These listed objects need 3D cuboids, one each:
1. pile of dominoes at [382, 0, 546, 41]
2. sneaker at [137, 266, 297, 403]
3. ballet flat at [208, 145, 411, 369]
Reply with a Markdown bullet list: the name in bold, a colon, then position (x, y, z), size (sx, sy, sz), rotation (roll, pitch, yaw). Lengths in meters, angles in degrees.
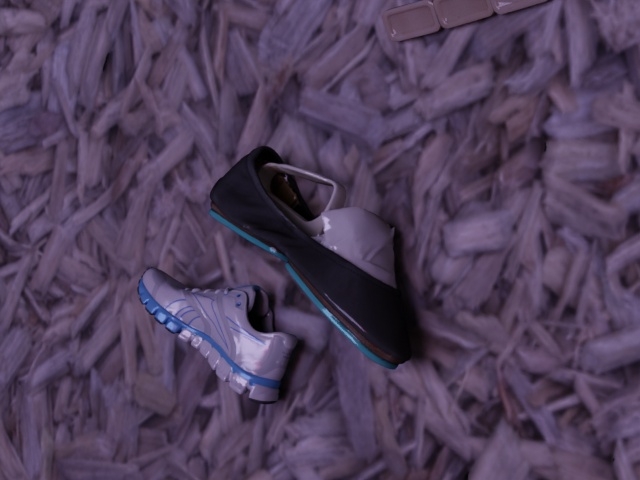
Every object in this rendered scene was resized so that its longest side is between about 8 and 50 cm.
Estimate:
- **pile of dominoes**: position (0.119, -0.284, 1.638), size (0.251, 0.040, 0.196), rotation (-11, 103, 41)
- **sneaker**: position (-0.089, 0.067, 1.793), size (0.191, 0.071, 0.083), rotation (37, 103, 31)
- **ballet flat**: position (0.000, 0.000, 1.698), size (0.280, 0.095, 0.096), rotation (40, 99, 39)
